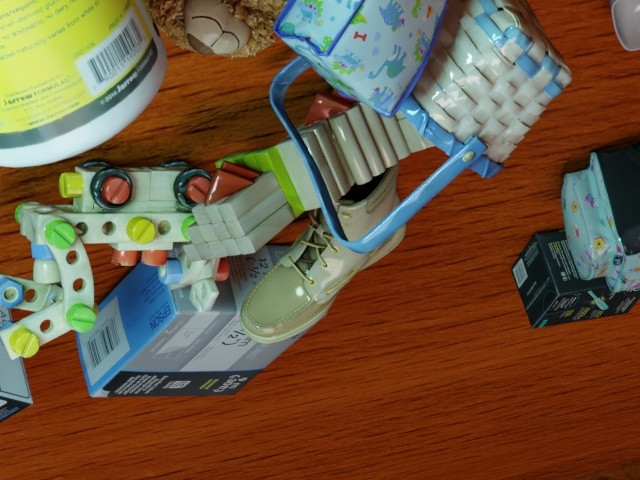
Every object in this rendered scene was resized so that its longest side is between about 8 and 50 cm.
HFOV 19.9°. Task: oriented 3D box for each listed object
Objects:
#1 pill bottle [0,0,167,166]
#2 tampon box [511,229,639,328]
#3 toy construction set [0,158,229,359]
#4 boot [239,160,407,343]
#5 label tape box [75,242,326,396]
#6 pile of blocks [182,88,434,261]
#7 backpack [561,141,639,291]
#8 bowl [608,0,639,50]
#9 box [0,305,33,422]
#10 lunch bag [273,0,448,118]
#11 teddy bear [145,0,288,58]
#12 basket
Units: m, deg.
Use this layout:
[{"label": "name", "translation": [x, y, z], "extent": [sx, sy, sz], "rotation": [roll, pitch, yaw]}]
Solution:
[{"label": "pill bottle", "translation": [-0.264, -0.237, 1.428], "extent": [0.188, 0.188, 0.334], "rotation": [-19, 126, 6]}, {"label": "tampon box", "translation": [0.379, 0.048, 2.633], "extent": [0.161, 0.101, 0.120], "rotation": [-8, 154, -20]}, {"label": "toy construction set", "translation": [-0.220, 0.016, 2.085], "extent": [0.328, 0.215, 0.151], "rotation": [-6, -165, -43]}, {"label": "boot", "translation": [0.000, 0.000, 2.238], "extent": [0.262, 0.095, 0.203], "rotation": [-37, 158, -15]}, {"label": "label tape box", "translation": [-0.116, 0.111, 2.446], "extent": [0.348, 0.115, 0.249], "rotation": [5, 148, -35]}, {"label": "pile of blocks", "translation": [-0.011, -0.108, 2.058], "extent": [0.362, 0.112, 0.149], "rotation": [-30, -163, -21]}, {"label": "backpack", "translation": [0.399, -0.018, 2.432], "extent": [0.144, 0.166, 0.188], "rotation": [-17, 152, 5]}, {"label": "bowl", "translation": [0.385, -0.278, 2.019], "extent": [0.142, 0.053, 0.142], "rotation": [-21, 154, 9]}, {"label": "box", "translation": [-0.481, 0.115, 2.166], "extent": [0.087, 0.169, 0.290], "rotation": [-30, 151, 22]}, {"label": "lunch bag", "translation": [0.048, -0.212, 1.672], "extent": [0.151, 0.096, 0.129], "rotation": [-56, 141, -3]}, {"label": "teddy bear", "translation": [-0.038, -0.276, 1.694], "extent": [0.338, 0.113, 0.245], "rotation": [-28, 151, 22]}, {"label": "basket", "translation": [0.093, -0.154, 1.859], "extent": [0.289, 0.255, 0.201], "rotation": [-35, 144, 15]}]
